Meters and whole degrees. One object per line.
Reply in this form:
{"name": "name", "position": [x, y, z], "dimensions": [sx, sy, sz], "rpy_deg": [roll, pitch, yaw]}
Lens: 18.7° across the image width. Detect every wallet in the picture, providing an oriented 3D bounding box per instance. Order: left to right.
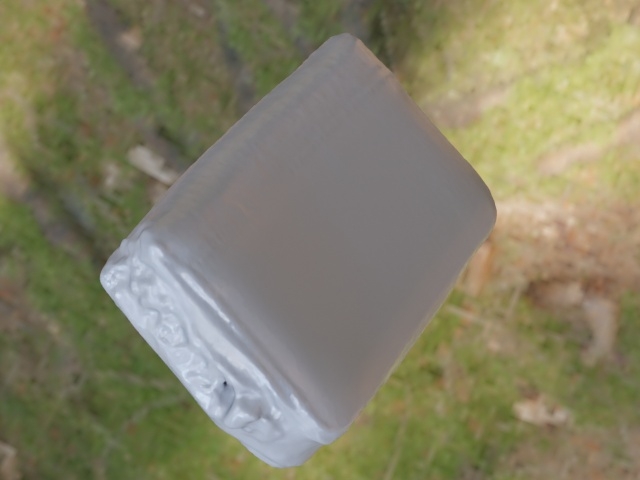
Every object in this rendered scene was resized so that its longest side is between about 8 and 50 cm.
{"name": "wallet", "position": [0.000, 0.000, 0.635], "dimensions": [0.095, 0.190, 0.033], "rpy_deg": [47, 123, -6]}
